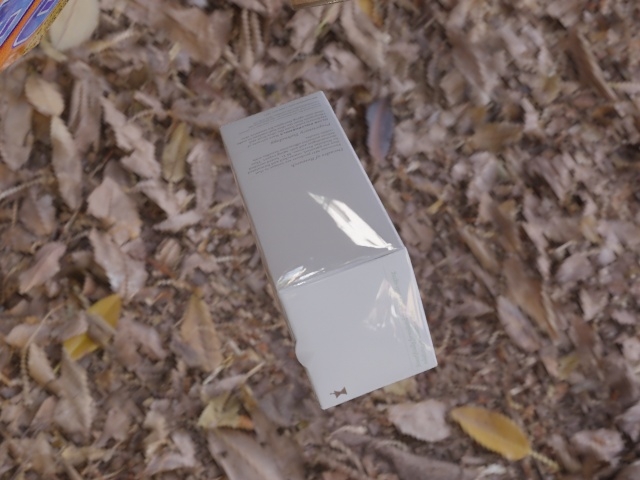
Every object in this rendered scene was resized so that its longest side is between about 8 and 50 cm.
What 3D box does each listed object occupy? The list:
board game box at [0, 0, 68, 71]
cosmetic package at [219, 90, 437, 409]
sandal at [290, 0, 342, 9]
[{"bbox_3d":[-0.289,-0.336,0.736,0.356,0.356,0.356,38,21,-10],"label":"board game box"},{"bbox_3d":[0.000,0.000,1.357,0.155,0.197,0.365,-20,39,-4],"label":"cosmetic package"},{"bbox_3d":[0.084,-0.281,1.065,0.240,0.088,0.079,-10,102,3],"label":"sandal"}]
